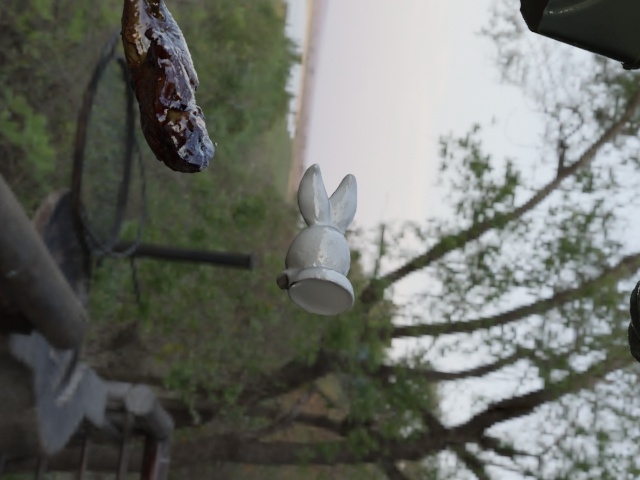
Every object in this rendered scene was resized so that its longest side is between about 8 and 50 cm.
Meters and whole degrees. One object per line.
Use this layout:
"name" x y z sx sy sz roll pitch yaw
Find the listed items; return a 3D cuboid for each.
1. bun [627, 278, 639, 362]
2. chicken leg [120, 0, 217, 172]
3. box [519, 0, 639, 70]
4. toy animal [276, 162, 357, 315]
"bun" 0.651 0.167 1.749 0.354 0.194 0.354 52 -24 34
"chicken leg" -0.195 -0.220 1.261 0.177 0.083 0.322 82 -8 -55
"box" 0.397 -0.372 1.395 0.138 0.178 0.274 -100 -154 -51
"toy animal" -0.002 0.002 1.627 0.131 0.104 0.220 129 -29 -51
